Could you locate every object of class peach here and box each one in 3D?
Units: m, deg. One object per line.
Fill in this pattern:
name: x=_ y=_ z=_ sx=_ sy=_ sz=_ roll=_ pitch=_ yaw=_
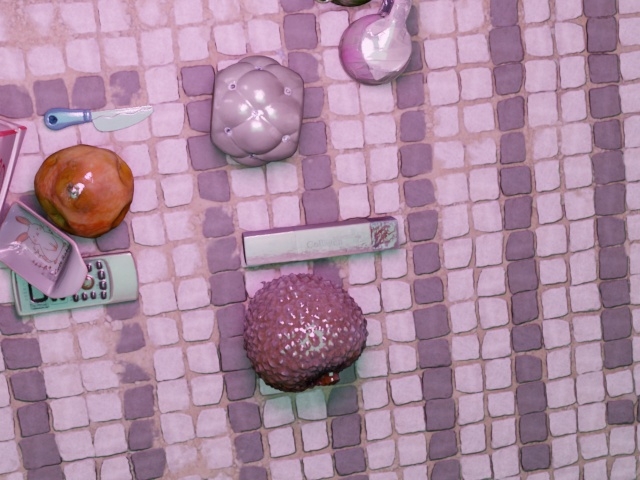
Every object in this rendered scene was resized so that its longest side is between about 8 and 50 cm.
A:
peach: x=-0.518 y=-0.114 z=1.824 sx=0.214 sy=0.235 sz=0.214 roll=0 pitch=90 yaw=-9

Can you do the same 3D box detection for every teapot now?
teapot: x=0.155 y=-0.456 z=1.900 sx=0.221 sy=0.178 sz=0.163 roll=-45 pitch=104 yaw=-1

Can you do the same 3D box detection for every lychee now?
lychee: x=-0.034 y=0.211 z=1.941 sx=0.300 sy=0.300 sz=0.300 roll=-2 pitch=100 yaw=-9

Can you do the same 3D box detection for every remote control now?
remote control: x=-0.570 y=0.100 z=1.949 sx=0.285 sy=0.038 sz=0.123 roll=-6 pitch=100 yaw=-8

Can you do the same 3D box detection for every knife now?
knife: x=-0.503 y=-0.277 z=1.906 sx=0.244 sy=0.032 sz=0.058 roll=-3 pitch=98 yaw=-13

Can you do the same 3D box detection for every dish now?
dish: x=-0.613 y=0.026 z=1.874 sx=0.234 sy=0.064 sz=0.154 roll=35 pitch=109 yaw=13

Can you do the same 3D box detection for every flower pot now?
flower pot: x=-0.144 y=-0.286 z=1.853 sx=0.195 sy=0.246 sz=0.246 roll=4 pitch=99 yaw=-11

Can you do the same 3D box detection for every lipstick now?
lipstick: x=0.000 y=0.000 z=2.003 sx=0.371 sy=0.080 sz=0.076 roll=-7 pitch=101 yaw=-9

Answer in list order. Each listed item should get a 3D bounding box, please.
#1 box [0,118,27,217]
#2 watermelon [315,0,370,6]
box: x=-0.828 y=-0.136 z=1.732 sx=0.314 sy=0.300 sz=0.312 roll=17 pitch=96 yaw=-11
watermelon: x=0.064 y=-0.607 z=1.852 sx=0.188 sy=0.188 sz=0.214 roll=27 pitch=76 yaw=-13
